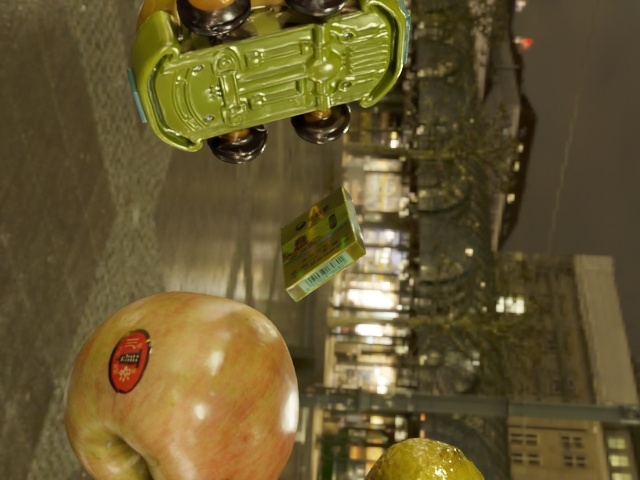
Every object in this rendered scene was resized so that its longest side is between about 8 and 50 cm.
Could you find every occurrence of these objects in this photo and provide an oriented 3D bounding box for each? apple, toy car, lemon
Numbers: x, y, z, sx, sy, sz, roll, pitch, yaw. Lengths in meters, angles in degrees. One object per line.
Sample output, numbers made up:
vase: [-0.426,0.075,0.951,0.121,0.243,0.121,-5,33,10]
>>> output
apple: [-0.222,0.266,1.441,0.346,0.392,0.391,-45,145,-46]
toy car: [-0.052,-0.185,0.781,0.200,0.248,0.142,94,-19,-59]
lemon: [0.205,0.558,1.785,0.268,0.268,0.321,-68,-178,-80]

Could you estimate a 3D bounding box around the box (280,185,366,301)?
box: [0.000,0.000,1.259,0.030,0.121,0.193,50,13,-24]
